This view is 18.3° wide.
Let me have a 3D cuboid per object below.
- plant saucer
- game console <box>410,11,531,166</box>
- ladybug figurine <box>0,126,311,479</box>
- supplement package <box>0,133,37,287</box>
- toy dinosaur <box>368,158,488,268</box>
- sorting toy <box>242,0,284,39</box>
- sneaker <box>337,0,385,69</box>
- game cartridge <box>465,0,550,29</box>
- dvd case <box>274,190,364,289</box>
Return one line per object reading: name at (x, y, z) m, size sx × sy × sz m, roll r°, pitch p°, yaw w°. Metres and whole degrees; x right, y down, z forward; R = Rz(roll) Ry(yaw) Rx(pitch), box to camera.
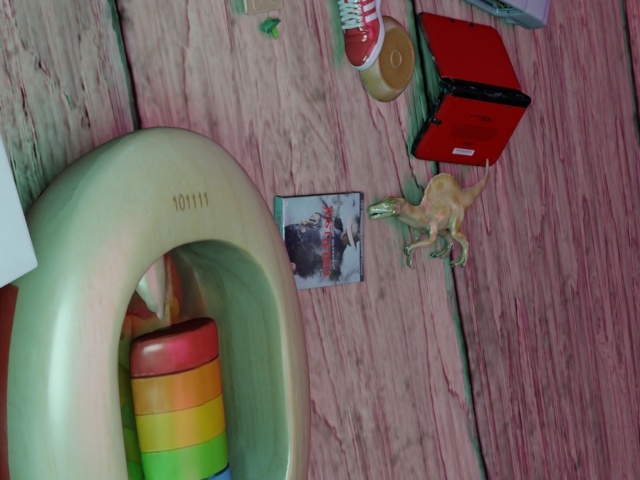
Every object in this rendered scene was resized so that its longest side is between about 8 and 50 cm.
plant saucer at (0.068, -0.174, 1.906) m, size 0.083 × 0.015 × 0.083 m, roll -5°, pitch 96°, yaw -52°
game console at (0.136, -0.148, 1.996) m, size 0.144 × 0.085 × 0.124 m, roll 3°, pitch 121°, yaw -51°
ladybug figurine at (-0.143, 0.136, 1.547) m, size 0.305 × 0.162 × 0.449 m, roll -10°, pitch 100°, yaw -51°
supplement package at (-0.346, -0.026, 1.295) m, size 0.262 × 0.145 × 0.204 m, roll -32°, pitch 116°, yaw -45°
toy dinosaur at (0.125, -0.024, 1.951) m, size 0.183 × 0.053 × 0.093 m, roll -18°, pitch 112°, yaw -44°
sorting toy at (-0.053, -0.216, 1.754) m, size 0.062 × 0.012 × 0.083 m, roll -19°, pitch 104°, yaw -54°
sneaker at (0.029, -0.220, 1.833) m, size 0.067 × 0.042 × 0.118 m, roll 23°, pitch 67°, yaw -54°
game cartridge at (0.151, -0.343, 1.972) m, size 0.294 × 0.060 × 0.196 m, roll 18°, pitch 75°, yaw -51°
dvd case at (0.000, 0.000, 1.836) m, size 0.119 × 0.013 × 0.087 m, roll -5°, pitch 96°, yaw -52°
